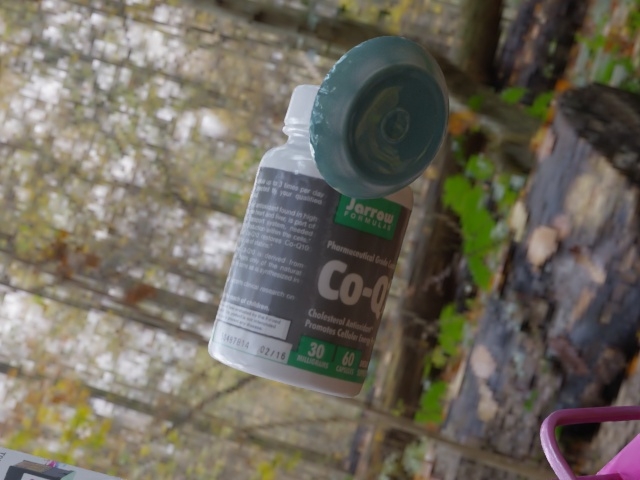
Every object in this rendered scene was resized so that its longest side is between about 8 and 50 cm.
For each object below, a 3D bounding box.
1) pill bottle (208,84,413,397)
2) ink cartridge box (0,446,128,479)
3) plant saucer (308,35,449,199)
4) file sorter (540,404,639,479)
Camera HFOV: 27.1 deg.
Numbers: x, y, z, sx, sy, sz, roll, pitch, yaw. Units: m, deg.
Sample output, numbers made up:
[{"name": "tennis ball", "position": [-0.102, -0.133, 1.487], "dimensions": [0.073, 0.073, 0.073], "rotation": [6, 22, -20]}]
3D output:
[{"name": "pill bottle", "position": [0.000, 0.000, 1.673], "dimensions": [0.204, 0.204, 0.361], "rotation": [34, -109, -84]}, {"name": "ink cartridge box", "position": [-0.333, 0.335, 1.404], "dimensions": [0.201, 0.278, 0.117], "rotation": [-64, -21, -44]}, {"name": "plant saucer", "position": [0.048, -0.083, 0.933], "dimensions": [0.021, 0.119, 0.119], "rotation": [30, 108, 52]}, {"name": "file sorter", "position": [0.130, 0.248, 0.729], "dimensions": [0.182, 0.202, 0.290], "rotation": [6, -48, -44]}]
